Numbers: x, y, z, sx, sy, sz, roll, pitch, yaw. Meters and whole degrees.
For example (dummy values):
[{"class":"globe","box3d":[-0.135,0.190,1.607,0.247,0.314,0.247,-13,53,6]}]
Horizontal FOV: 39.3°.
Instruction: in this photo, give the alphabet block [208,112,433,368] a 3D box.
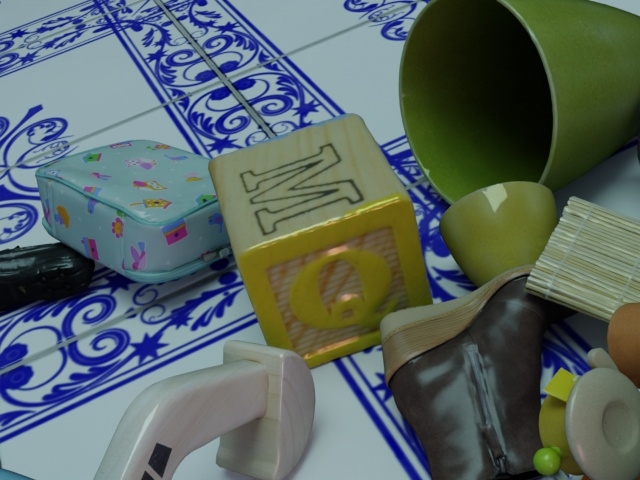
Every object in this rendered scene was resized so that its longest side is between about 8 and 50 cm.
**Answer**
[{"class":"alphabet block","box3d":[0.000,0.000,1.018,0.193,0.192,0.197,-20,37,-3]}]

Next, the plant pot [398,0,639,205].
[{"class":"plant pot","box3d":[0.296,-0.193,1.126,0.293,0.275,0.275,-16,34,-29]}]

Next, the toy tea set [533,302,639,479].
[{"class":"toy tea set","box3d":[0.288,0.130,0.764,0.336,0.200,0.124,-38,8,-33]}]

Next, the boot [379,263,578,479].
[{"class":"boot","box3d":[0.194,0.137,0.890,0.248,0.090,0.207,-15,52,-7]}]

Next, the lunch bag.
[{"class":"lunch bag","box3d":[-0.220,-0.047,1.194,0.279,0.108,0.224,22,31,35]}]

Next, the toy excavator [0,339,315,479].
[{"class":"toy excavator","box3d":[-0.187,0.249,0.709,0.222,0.433,0.445,7,71,36]}]

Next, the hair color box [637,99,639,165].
[{"class":"hair color box","box3d":[0.546,-0.092,0.990,0.347,0.105,0.174,-6,48,12]}]

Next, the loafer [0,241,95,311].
[{"class":"loafer","box3d":[-0.413,0.047,1.201,0.223,0.076,0.078,-9,33,1]}]

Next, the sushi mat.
[{"class":"sushi mat","box3d":[0.376,0.055,0.884,0.316,0.019,0.151,22,49,17]}]

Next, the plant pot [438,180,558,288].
[{"class":"plant pot","box3d":[0.207,0.011,0.996,0.134,0.134,0.095,-12,61,4]}]
